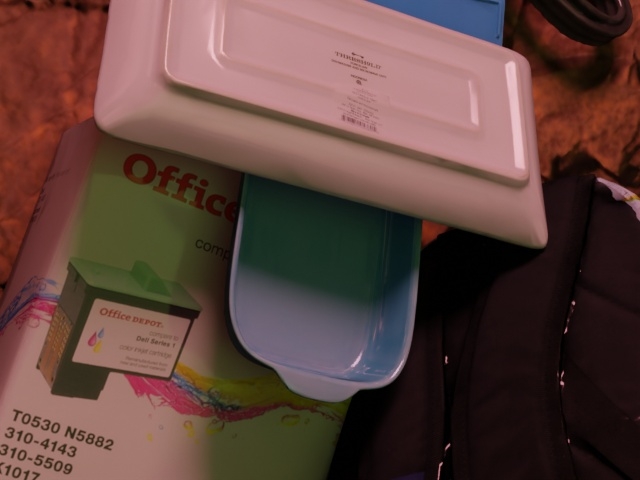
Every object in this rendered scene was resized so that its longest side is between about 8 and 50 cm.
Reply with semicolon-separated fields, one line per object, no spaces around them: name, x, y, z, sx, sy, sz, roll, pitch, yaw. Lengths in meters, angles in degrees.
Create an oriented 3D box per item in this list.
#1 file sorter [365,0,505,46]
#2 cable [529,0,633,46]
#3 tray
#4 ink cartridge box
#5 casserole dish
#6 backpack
file sorter;0.018;-0.105;0.743;0.170;0.104;0.118;6;86;-24
cable;0.103;-0.216;0.826;0.287;0.072;0.139;11;58;-36
tray;0.015;-0.090;0.633;0.270;0.030;0.145;14;58;-21
ink cartridge box;-0.096;0.088;0.680;0.201;0.117;0.278;22;79;-22
casserole dish;0.000;0.000;0.637;0.114;0.037;0.188;16;67;-24
backpack;0.135;0.126;0.680;0.273;0.290;0.355;33;38;-38
